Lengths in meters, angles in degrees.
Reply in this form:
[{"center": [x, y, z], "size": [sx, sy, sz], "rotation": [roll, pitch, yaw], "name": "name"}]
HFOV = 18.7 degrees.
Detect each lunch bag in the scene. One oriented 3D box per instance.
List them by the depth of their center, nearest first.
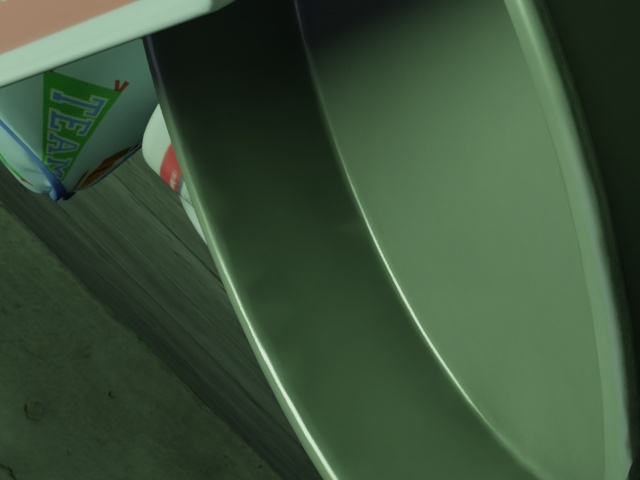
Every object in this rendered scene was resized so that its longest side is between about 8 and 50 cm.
[{"center": [-0.156, -0.136, 0.850], "size": [0.243, 0.115, 0.303], "rotation": [46, 177, -6], "name": "lunch bag"}]

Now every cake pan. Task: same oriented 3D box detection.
[{"center": [0.021, -0.034, 0.512], "size": [0.293, 0.054, 0.293], "rotation": [57, 158, 37], "name": "cake pan"}]

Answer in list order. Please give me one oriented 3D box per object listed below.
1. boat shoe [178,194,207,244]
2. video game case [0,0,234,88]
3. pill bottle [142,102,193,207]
[{"center": [0.050, 0.019, 0.851], "size": [0.258, 0.095, 0.084], "rotation": [35, 168, -17], "name": "boat shoe"}, {"center": [-0.142, -0.173, 0.522], "size": [0.204, 0.025, 0.285], "rotation": [-11, 109, 50], "name": "video game case"}, {"center": [0.034, -0.011, 0.705], "size": [0.180, 0.108, 0.108], "rotation": [42, 170, 5], "name": "pill bottle"}]
